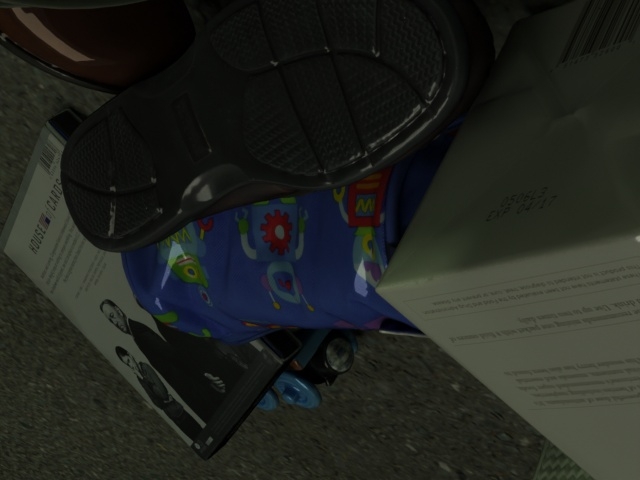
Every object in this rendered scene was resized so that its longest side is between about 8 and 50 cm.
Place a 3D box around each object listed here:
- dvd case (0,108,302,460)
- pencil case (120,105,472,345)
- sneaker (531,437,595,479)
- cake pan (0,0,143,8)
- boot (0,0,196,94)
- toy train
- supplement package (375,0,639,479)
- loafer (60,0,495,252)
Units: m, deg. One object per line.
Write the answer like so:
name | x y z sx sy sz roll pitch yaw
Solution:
dvd case | -0.133 0.037 1.213 0.239 0.029 0.179 46 144 7
pencil case | 0.000 0.000 0.999 0.119 0.133 0.306 -4 179 -37
sneaker | 0.198 0.135 0.911 0.151 0.256 0.094 29 141 -15
cake pan | -0.066 -0.199 0.513 0.054 0.293 0.293 42 168 43
boot | -0.117 -0.195 0.810 0.264 0.096 0.280 50 153 -13
toy train | -0.054 0.072 1.252 0.184 0.080 0.105 -6 132 52
supplement package | 0.209 0.031 0.774 0.293 0.175 0.177 41 151 -23
loafer | -0.019 -0.071 0.880 0.302 0.095 0.109 -20 87 43
